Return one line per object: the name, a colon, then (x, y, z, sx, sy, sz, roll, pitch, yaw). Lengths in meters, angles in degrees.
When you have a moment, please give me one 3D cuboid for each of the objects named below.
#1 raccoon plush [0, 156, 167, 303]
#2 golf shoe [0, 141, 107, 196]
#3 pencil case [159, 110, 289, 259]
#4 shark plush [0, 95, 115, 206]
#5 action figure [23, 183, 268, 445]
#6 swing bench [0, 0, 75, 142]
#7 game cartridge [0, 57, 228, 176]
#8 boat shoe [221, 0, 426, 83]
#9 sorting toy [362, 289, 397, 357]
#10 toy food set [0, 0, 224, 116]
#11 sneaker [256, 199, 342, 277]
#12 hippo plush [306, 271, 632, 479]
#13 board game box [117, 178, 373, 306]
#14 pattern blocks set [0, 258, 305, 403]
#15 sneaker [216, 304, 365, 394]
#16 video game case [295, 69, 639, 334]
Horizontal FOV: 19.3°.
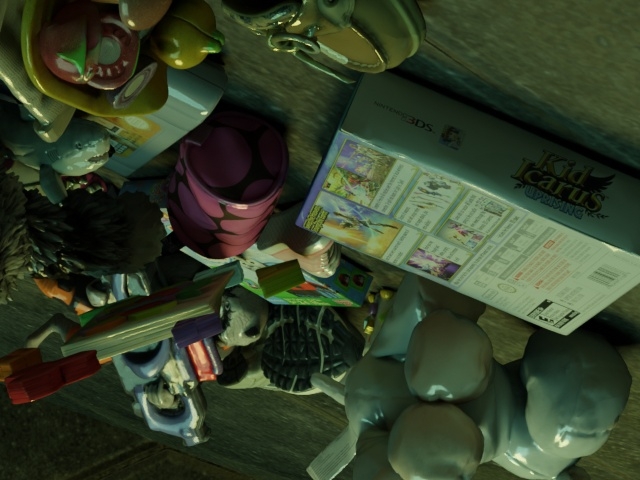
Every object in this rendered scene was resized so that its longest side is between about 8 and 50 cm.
raccoon plush: (-0.276, 0.045, 1.505, 0.446, 0.299, 0.216, -4, 136, -28)
golf shoe: (-0.327, -0.076, 1.720, 0.140, 0.115, 0.306, 40, -176, 31)
pencil case: (-0.084, -0.046, 1.580, 0.098, 0.095, 0.209, 43, 163, 2)
shark plush: (-0.231, -0.100, 1.526, 0.161, 0.073, 0.067, 38, 152, 27)
action figure: (-0.206, 0.041, 2.031, 0.330, 0.178, 0.341, 10, 131, 22)
swing bench: (-0.287, -0.204, 1.190, 0.254, 0.165, 0.253, 12, 162, 16)
game cartridge: (-0.204, -0.134, 1.513, 0.198, 0.062, 0.297, 22, 166, -15)
boat shoe: (-0.053, -0.167, 1.107, 0.285, 0.089, 0.104, 33, 162, -34)
sorting toy: (0.061, 0.092, 1.860, 0.045, 0.075, 0.083, 25, 164, -11)
toy food set: (-0.119, -0.138, 1.173, 0.071, 0.128, 0.218, 22, -178, 23)
sneaker: (0.000, 0.000, 1.688, 0.070, 0.051, 0.134, 23, 166, -22)
hippo plush: (0.150, 0.174, 1.699, 0.236, 0.234, 0.294, 15, 142, -17)
board game box: (-0.077, 0.003, 1.822, 0.211, 0.039, 0.160, 32, 163, -29)
pattern blocks set: (-0.151, 0.067, 1.640, 0.285, 0.026, 0.325, -19, -174, -8)
sneaker: (-0.006, 0.116, 2.047, 0.122, 0.110, 0.283, 10, 174, -25)
video game case: (0.117, -0.023, 1.415, 0.244, 0.061, 0.269, 22, 165, -2)
